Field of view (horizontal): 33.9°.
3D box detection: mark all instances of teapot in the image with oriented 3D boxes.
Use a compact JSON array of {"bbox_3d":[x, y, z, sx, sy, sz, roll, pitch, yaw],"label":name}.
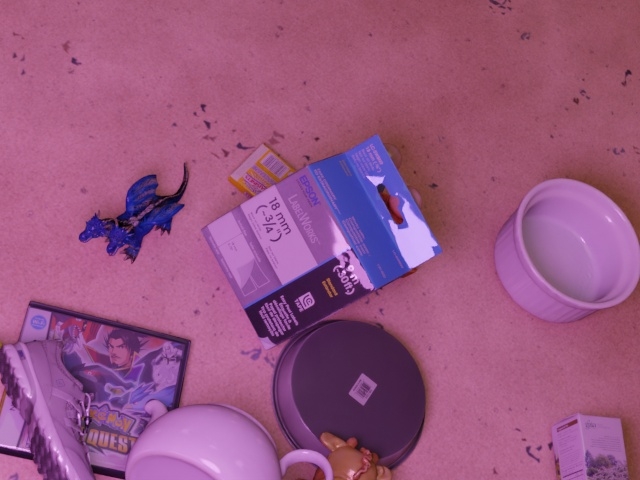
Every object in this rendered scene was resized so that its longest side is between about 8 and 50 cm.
[{"bbox_3d":[-0.149,0.336,1.574,0.256,0.252,0.187,49,42,-7],"label":"teapot"}]

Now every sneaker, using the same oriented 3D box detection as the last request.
[{"bbox_3d":[-0.383,0.268,1.586,0.115,0.105,0.281,-18,76,-35],"label":"sneaker"}]

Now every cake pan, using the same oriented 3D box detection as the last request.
[{"bbox_3d":[0.060,0.266,1.836,0.293,0.054,0.293,9,62,-18],"label":"cake pan"}]

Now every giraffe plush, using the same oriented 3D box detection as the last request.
[{"bbox_3d":[0.024,0.403,1.687,0.181,0.210,0.170,57,32,-27],"label":"giraffe plush"}]

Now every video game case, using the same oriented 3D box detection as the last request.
[{"bbox_3d":[-0.363,0.245,1.688,0.274,0.035,0.248,16,60,-14],"label":"video game case"}]

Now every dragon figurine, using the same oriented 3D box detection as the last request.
[{"bbox_3d":[-0.294,-0.053,1.802,0.085,0.144,0.289,46,57,4],"label":"dragon figurine"}]

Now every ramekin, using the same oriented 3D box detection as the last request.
[{"bbox_3d":[0.479,0.029,2.076,0.277,0.135,0.277,9,62,-17],"label":"ramekin"}]

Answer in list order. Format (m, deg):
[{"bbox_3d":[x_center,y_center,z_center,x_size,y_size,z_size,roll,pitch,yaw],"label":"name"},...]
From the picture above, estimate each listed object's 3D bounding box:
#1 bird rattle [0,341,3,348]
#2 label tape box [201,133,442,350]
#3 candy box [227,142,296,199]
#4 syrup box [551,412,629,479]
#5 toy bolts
[{"bbox_3d":[-0.602,0.112,1.612,0.207,0.143,0.254,-17,68,-11],"label":"bird rattle"},{"bbox_3d":[0.000,0.000,1.783,0.333,0.106,0.241,-30,85,14],"label":"label tape box"},{"bbox_3d":[-0.065,-0.083,1.978,0.206,0.027,0.105,41,60,2],"label":"candy box"},{"bbox_3d":[0.492,0.439,1.896,0.093,0.096,0.237,9,61,-20],"label":"syrup box"},{"bbox_3d":[0.128,-0.064,1.938,0.218,0.158,0.228,24,30,-47],"label":"toy bolts"}]
